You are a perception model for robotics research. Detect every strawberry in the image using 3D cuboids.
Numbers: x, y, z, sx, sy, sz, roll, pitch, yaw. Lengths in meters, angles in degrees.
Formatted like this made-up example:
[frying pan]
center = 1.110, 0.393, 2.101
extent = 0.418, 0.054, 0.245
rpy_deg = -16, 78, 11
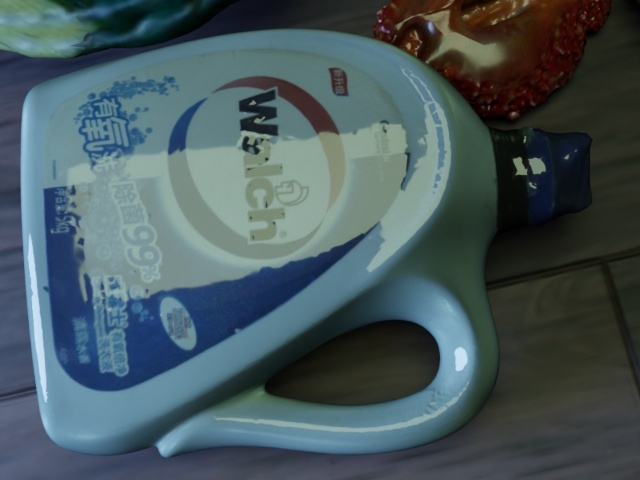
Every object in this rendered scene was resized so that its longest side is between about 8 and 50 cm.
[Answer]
[strawberry]
center = 0.097, -0.122, 0.599
extent = 0.152, 0.048, 0.104
rpy_deg = -34, 76, -3

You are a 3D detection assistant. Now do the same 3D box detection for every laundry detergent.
[laundry detergent]
center = 0.000, 0.000, 0.539
extent = 0.280, 0.105, 0.215
rpy_deg = -5, 81, 1

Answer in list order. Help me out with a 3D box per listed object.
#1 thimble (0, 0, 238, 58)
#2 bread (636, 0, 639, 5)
[thimble]
center = -0.139, -0.230, 0.583
extent = 0.288, 0.167, 0.254
rpy_deg = -26, 63, 1
[bread]
center = 0.202, -0.127, 0.591
extent = 0.036, 0.047, 0.083
rpy_deg = -30, 73, 2
